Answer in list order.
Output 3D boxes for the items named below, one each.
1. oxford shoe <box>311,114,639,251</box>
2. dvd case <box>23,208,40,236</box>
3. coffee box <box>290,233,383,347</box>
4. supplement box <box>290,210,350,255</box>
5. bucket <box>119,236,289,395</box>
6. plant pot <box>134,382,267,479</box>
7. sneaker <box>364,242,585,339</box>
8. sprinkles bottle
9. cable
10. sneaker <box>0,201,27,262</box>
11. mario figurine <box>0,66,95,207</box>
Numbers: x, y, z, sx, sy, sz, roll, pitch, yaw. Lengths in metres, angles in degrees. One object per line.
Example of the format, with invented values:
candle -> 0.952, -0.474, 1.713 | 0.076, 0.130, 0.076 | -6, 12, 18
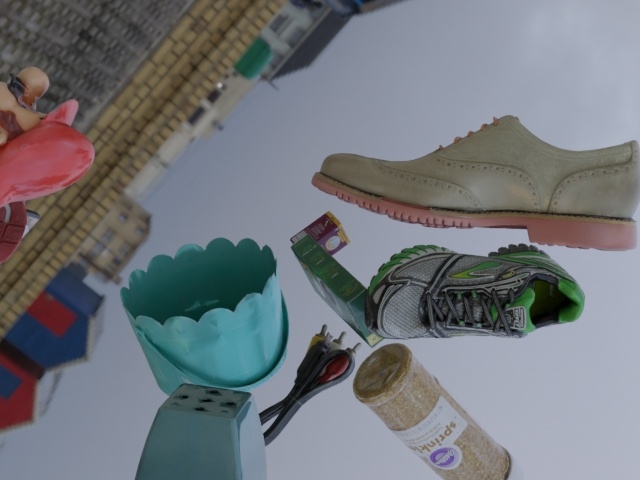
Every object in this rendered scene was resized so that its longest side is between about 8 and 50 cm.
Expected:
oxford shoe -> 0.189, -0.082, 1.152 | 0.140, 0.397, 0.146 | -24, 122, -80
dvd case -> -0.708, -0.007, 1.987 | 0.180, 0.022, 0.253 | -47, 169, 1
coffee box -> 0.029, 0.076, 1.451 | 0.040, 0.113, 0.184 | -36, -142, -10
supplement box -> 0.000, 0.000, 1.577 | 0.083, 0.055, 0.043 | -37, -132, -6
bucket -> -0.189, 0.136, 1.625 | 0.281, 0.183, 0.281 | -9, -153, 5
plant pot -> -0.161, 0.328, 1.294 | 0.165, 0.166, 0.234 | -48, 144, -75
sneaker -> 0.223, 0.078, 1.349 | 0.343, 0.134, 0.146 | -9, -160, -20
sprinkles bottle -> 0.203, 0.323, 1.596 | 0.121, 0.355, 0.121 | -34, -153, 20
cable -> -0.024, 0.293, 1.807 | 0.139, 0.072, 0.287 | 23, -105, 42
sneaker -> -0.586, -0.070, 1.777 | 0.128, 0.087, 0.221 | -146, -107, -75
mario figurine -> -0.374, -0.166, 0.968 | 0.170, 0.320, 0.198 | -57, -171, 25
